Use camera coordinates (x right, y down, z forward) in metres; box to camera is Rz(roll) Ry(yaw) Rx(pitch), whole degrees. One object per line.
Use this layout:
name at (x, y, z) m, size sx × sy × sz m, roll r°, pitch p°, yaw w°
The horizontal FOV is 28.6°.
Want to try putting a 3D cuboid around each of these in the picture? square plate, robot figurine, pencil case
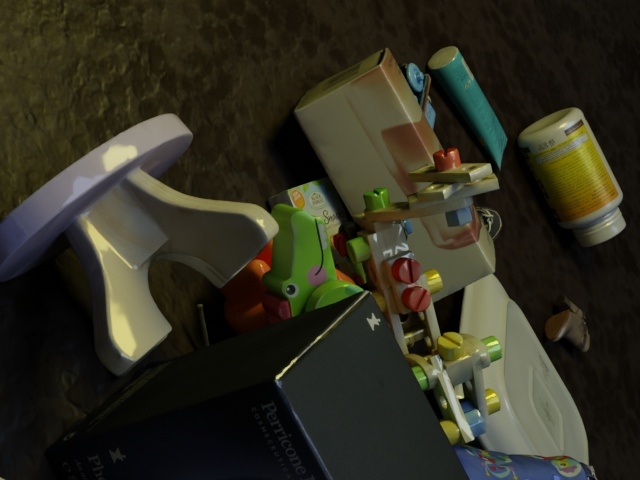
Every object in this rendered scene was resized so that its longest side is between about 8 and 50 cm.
square plate at (0.286, 0.235, 1.701) m, size 0.347 × 0.049 × 0.344 m, roll 58°, pitch 23°, yaw -20°
robot figurine at (-0.018, 0.091, 1.382) m, size 0.219 × 0.128 × 0.158 m, roll 51°, pitch 7°, yaw -23°
pencil case at (0.169, 0.290, 1.445) m, size 0.306 × 0.133 × 0.119 m, roll 13°, pitch 94°, yaw -23°

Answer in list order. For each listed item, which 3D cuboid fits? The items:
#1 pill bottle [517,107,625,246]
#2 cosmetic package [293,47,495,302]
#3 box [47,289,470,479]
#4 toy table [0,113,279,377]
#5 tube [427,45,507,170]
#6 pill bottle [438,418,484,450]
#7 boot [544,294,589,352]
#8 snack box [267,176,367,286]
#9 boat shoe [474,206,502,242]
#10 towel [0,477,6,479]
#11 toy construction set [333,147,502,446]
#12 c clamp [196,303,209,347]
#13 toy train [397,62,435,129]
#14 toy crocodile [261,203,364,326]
pill bottle at (0.418, -0.101, 2.064) m, size 0.215 × 0.117 × 0.117 m, roll 61°, pitch 36°, yaw -10°
cosmetic package at (0.098, -0.078, 1.587) m, size 0.296 × 0.129 × 0.153 m, roll 60°, pitch 13°, yaw -13°
box at (-0.038, 0.241, 1.136) m, size 0.296 × 0.294 × 0.183 m, roll 62°, pitch 36°, yaw -9°
toy table at (-0.169, 0.007, 1.158) m, size 0.161 × 0.252 × 0.274 m, roll 48°, pitch 46°, yaw 0°
tube at (0.239, -0.207, 1.947) m, size 0.207 × 0.052 × 0.080 m, roll 52°, pitch 43°, yaw -30°
pill bottle at (0.173, 0.296, 1.570) m, size 0.078 × 0.078 × 0.137 m, roll 21°, pitch 57°, yaw -46°
boot at (0.393, 0.144, 1.970) m, size 0.087 × 0.042 × 0.118 m, roll 54°, pitch 38°, yaw -23°
snack box at (0.000, 0.000, 1.530) m, size 0.100 × 0.037 × 0.141 m, roll -22°, pitch 91°, yaw -56°
boat shoe at (0.222, -0.011, 1.803) m, size 0.206 × 0.065 × 0.075 m, roll -20°, pitch 89°, yaw -55°
towel at (-0.249, 0.334, 1.024) m, size 0.282 × 0.049 × 0.187 m, roll 55°, pitch 39°, yaw -20°
toy construction set at (0.116, 0.057, 1.436) m, size 0.151 × 0.215 × 0.328 m, roll -5°, pitch 100°, yaw -20°
c clamp at (-0.079, 0.148, 1.275) m, size 0.022 × 0.160 × 0.137 m, roll -20°, pitch 112°, yaw -29°
toy train at (0.114, -0.163, 1.735) m, size 0.105 × 0.080 × 0.184 m, roll 53°, pitch 35°, yaw -35°
toy crocodile at (-0.005, 0.129, 1.261) m, size 0.105 × 0.115 × 0.340 m, roll -16°, pitch 108°, yaw -19°
